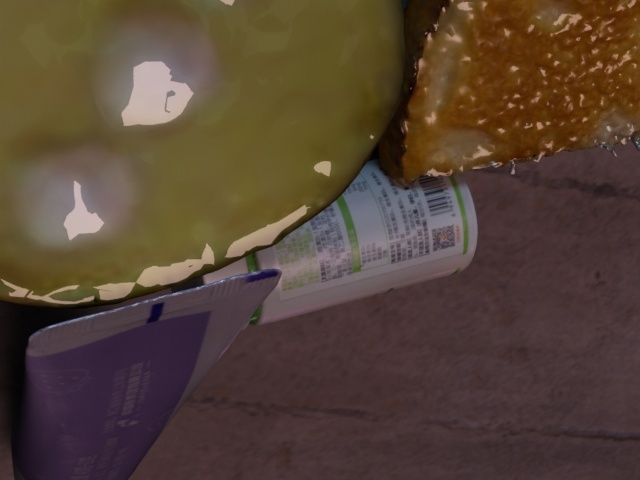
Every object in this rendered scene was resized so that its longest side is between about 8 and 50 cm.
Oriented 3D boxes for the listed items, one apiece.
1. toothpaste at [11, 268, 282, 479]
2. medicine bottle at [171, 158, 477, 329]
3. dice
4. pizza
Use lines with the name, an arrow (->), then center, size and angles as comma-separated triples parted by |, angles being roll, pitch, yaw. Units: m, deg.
toothpaste -> -0.118, 0.088, 0.978 | 0.125, 0.080, 0.371 | -14, 168, -19
medicine bottle -> 0.000, 0.000, 1.100 | 0.183, 0.086, 0.086 | -13, 134, -20
dice -> -0.110, -0.131, 0.814 | 0.233, 0.227, 0.238 | -22, 135, -11
pizza -> 0.164, -0.162, 1.050 | 0.223, 0.089, 0.323 | 12, 123, -30
